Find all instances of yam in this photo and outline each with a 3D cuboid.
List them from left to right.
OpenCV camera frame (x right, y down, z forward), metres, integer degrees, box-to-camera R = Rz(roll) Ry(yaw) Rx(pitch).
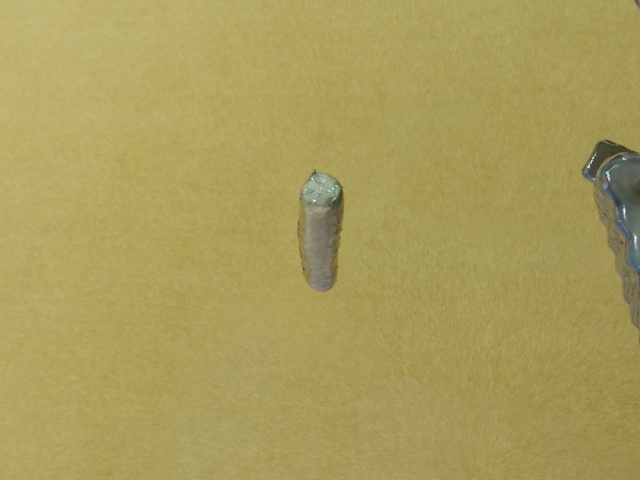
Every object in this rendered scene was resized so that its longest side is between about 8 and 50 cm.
[{"bbox_3d":[0.000,0.000,1.449,0.083,0.371,0.083,0,65,0],"label":"yam"}]

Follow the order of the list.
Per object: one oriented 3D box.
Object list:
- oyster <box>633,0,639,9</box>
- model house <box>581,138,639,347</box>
[{"bbox_3d":[0.459,-0.344,1.152,0.081,0.038,0.083,46,127,14],"label":"oyster"},{"bbox_3d":[0.412,-0.037,0.654,0.400,0.395,0.445,35,101,20],"label":"model house"}]
